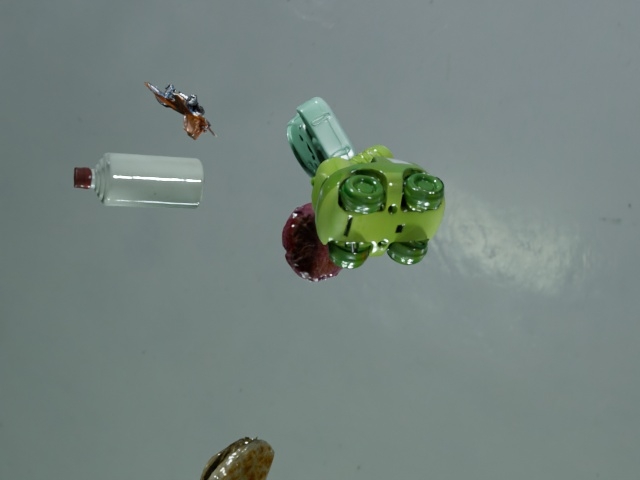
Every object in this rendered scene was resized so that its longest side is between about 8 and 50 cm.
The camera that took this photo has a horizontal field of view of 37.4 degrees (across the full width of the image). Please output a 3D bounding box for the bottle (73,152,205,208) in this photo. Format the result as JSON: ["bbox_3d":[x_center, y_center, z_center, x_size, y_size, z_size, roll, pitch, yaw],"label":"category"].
[{"bbox_3d":[-0.354,-0.116,1.836,0.245,0.104,0.104,1,123,-22],"label":"bottle"}]

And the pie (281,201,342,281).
[{"bbox_3d":[0.000,0.000,1.672,0.038,0.153,0.154,3,123,58],"label":"pie"}]

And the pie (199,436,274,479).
[{"bbox_3d":[-0.178,0.509,2.030,0.079,0.193,0.163,21,144,50],"label":"pie"}]

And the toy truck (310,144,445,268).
[{"bbox_3d":[0.067,-0.063,1.392,0.210,0.187,0.148,49,141,37],"label":"toy truck"}]

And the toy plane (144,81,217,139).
[{"bbox_3d":[-0.274,-0.269,1.846,0.062,0.135,0.188,-40,64,-5],"label":"toy plane"}]

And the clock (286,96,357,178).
[{"bbox_3d":[-0.004,-0.167,1.696,0.148,0.060,0.188,58,164,-1],"label":"clock"}]
